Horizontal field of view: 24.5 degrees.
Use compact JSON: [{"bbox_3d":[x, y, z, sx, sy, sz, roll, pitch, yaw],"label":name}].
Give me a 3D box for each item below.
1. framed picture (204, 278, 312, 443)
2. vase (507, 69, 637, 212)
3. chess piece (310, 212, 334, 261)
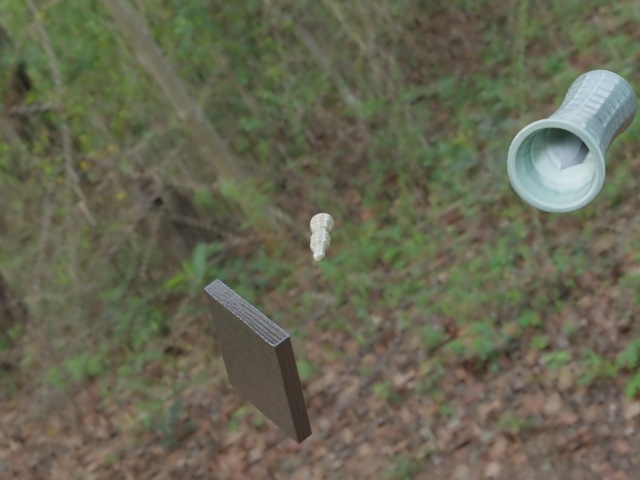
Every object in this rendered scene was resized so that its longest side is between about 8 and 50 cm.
[{"bbox_3d":[-0.069,0.135,1.637,0.023,0.168,0.128,-35,49,-23],"label":"framed picture"},{"bbox_3d":[0.386,-0.158,2.190,0.143,0.143,0.299,-24,11,31],"label":"vase"},{"bbox_3d":[0.000,0.000,2.102,0.035,0.035,0.092,-27,27,20],"label":"chess piece"}]
